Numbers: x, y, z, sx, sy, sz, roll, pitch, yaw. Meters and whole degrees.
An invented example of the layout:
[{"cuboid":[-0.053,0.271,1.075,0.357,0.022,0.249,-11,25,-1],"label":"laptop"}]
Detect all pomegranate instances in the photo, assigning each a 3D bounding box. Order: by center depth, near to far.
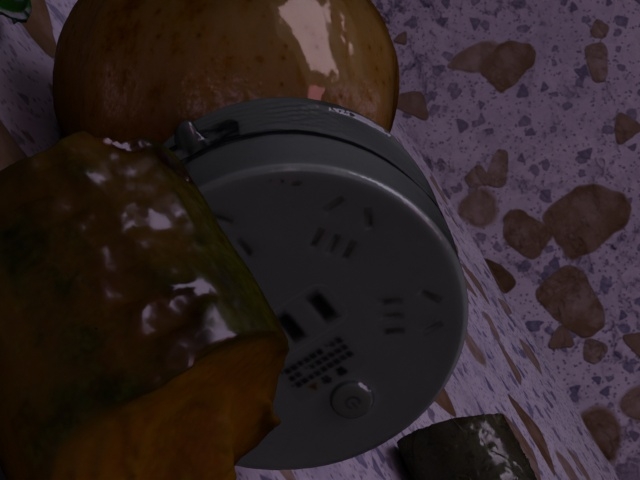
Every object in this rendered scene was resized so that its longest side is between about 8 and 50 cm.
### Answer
[{"cuboid":[-0.094,-0.190,1.699,0.410,0.410,0.410,52,14,-19],"label":"pomegranate"}]

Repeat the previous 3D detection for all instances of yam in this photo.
[{"cuboid":[0.218,0.350,2.094,0.161,0.161,0.268,33,29,-59],"label":"yam"}]

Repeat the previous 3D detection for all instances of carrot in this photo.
[{"cuboid":[-0.155,0.088,1.219,0.340,0.241,0.241,60,14,16],"label":"carrot"}]

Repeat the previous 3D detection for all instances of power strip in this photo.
[{"cuboid":[-0.040,0.037,1.515,0.357,0.357,0.161,50,14,-26],"label":"power strip"}]

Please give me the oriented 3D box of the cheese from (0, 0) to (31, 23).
[{"cuboid":[-0.379,-0.304,1.657,0.204,0.083,0.320,54,13,-11],"label":"cheese"}]
